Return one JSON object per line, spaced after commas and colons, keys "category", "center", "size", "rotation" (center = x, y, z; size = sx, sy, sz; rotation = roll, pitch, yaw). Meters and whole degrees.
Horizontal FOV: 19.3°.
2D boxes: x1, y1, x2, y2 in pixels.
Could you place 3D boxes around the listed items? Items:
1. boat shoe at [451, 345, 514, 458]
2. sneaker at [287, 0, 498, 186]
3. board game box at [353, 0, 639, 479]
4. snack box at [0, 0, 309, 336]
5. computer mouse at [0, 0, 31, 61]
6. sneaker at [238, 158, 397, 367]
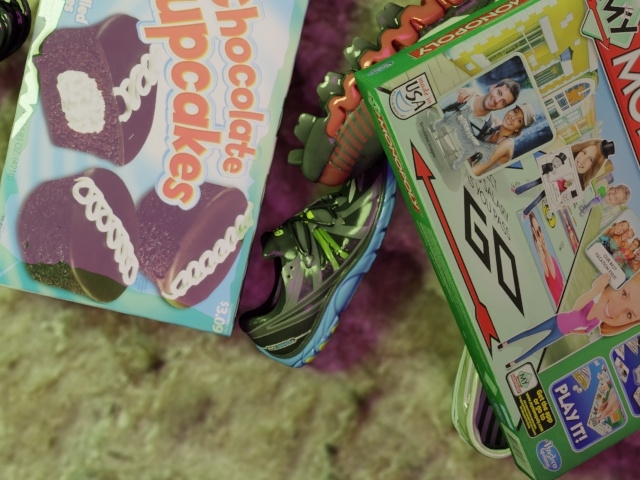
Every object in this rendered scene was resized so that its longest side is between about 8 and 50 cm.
{"category": "boat shoe", "center": [0.166, 0.016, 1.355], "size": [0.109, 0.094, 0.302], "rotation": [11, 97, -2]}
{"category": "sneaker", "center": [0.102, -0.123, 1.296], "size": [0.135, 0.097, 0.276], "rotation": [45, 93, 0]}
{"category": "board game box", "center": [0.176, -0.018, 1.264], "size": [0.213, 0.046, 0.317], "rotation": [-28, 114, -9]}
{"category": "snack box", "center": [-0.117, -0.108, 1.352], "size": [0.187, 0.060, 0.322], "rotation": [13, 96, -3]}
{"category": "computer mouse", "center": [-0.328, -0.192, 1.311], "size": [0.184, 0.060, 0.262], "rotation": [-36, 97, 25]}
{"category": "sneaker", "center": [0.000, 0.000, 1.364], "size": [0.078, 0.067, 0.188], "rotation": [27, 98, -7]}
